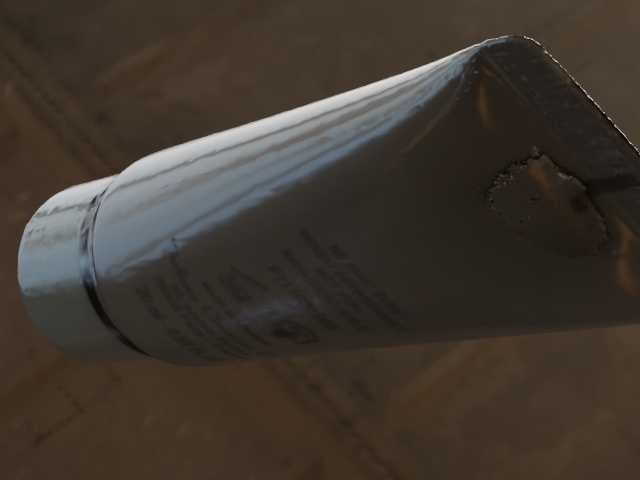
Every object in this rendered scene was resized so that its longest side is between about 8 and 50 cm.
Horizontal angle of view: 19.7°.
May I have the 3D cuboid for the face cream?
[{"bbox_3d":[0.000,0.000,0.704,0.143,0.314,0.089,46,-123,-29],"label":"face cream"}]
